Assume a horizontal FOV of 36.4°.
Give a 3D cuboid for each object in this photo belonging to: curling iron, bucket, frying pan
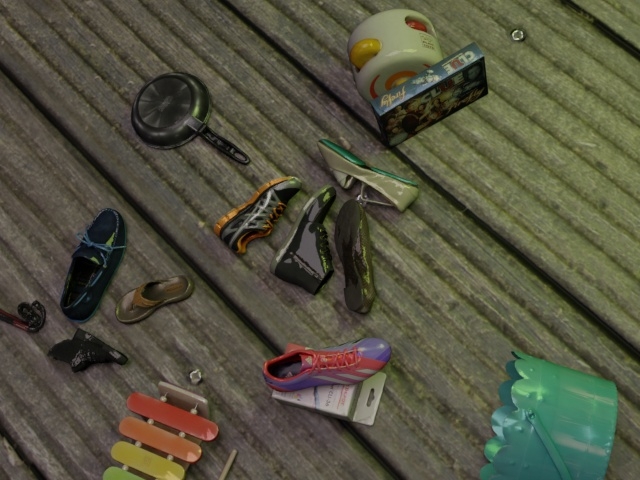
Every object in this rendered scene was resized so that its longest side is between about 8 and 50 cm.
[{"bbox_3d":[-0.722,0.140,2.145,0.274,0.035,0.068,14,70,16],"label":"curling iron"},{"bbox_3d":[0.394,0.340,1.697,0.183,0.281,0.281,14,74,8],"label":"bucket"},{"bbox_3d":[-0.316,-0.254,2.192,0.197,0.053,0.326,-32,64,1],"label":"frying pan"}]

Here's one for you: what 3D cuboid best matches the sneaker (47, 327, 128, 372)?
[{"bbox_3d":[-0.489,0.246,2.048,0.170,0.051,0.089,26,78,25],"label":"sneaker"}]

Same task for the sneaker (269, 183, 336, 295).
[{"bbox_3d":[0.000,0.000,2.015,0.118,0.083,0.222,30,89,15],"label":"sneaker"}]

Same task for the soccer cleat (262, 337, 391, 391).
[{"bbox_3d":[0.011,0.233,1.840,0.248,0.095,0.083,-13,66,8],"label":"soccer cleat"}]

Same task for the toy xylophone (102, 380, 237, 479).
[{"bbox_3d":[-0.302,0.442,1.896,0.236,0.081,0.322,11,62,14],"label":"toy xylophone"}]

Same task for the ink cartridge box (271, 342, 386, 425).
[{"bbox_3d":[0.019,0.283,1.908,0.198,0.067,0.115,12,73,16],"label":"ink cartridge box"}]

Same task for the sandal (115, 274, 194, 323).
[{"bbox_3d":[-0.357,0.117,2.063,0.180,0.049,0.072,-22,67,4],"label":"sandal"}]

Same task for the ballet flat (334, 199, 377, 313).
[{"bbox_3d":[0.079,0.033,1.995,0.084,0.058,0.249,-33,54,43],"label":"ballet flat"}]

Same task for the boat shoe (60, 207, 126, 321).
[{"bbox_3d":[-0.485,0.047,2.095,0.109,0.089,0.258,6,72,14],"label":"boat shoe"}]

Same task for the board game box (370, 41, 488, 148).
[{"bbox_3d":[0.229,-0.297,2.017,0.243,0.165,0.042,-30,67,2],"label":"board game box"}]

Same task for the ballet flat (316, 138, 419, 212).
[{"bbox_3d":[0.086,-0.131,2.041,0.248,0.086,0.086,28,79,19],"label":"ballet flat"}]

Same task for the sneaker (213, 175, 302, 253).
[{"bbox_3d":[-0.120,-0.055,2.059,0.215,0.084,0.083,-38,69,8],"label":"sneaker"}]

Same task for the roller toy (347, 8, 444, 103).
[{"bbox_3d":[0.160,-0.375,2.038,0.191,0.209,0.146,-13,62,3],"label":"roller toy"}]
